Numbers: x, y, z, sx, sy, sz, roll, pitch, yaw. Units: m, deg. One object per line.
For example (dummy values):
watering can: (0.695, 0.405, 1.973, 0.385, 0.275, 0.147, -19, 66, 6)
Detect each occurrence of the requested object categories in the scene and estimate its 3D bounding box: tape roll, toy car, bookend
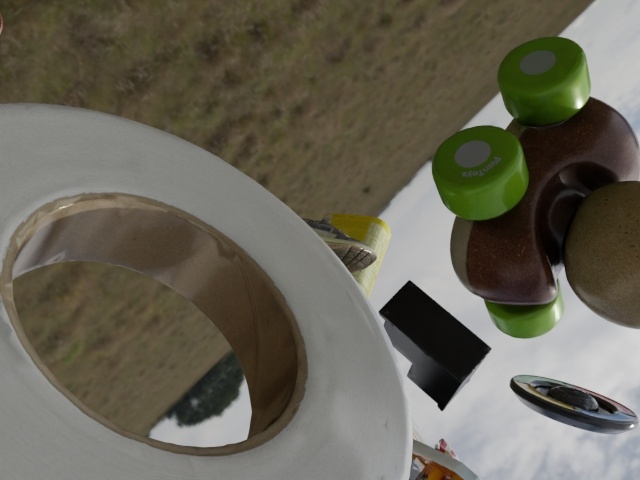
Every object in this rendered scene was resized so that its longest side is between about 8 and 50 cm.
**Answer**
tape roll: (-0.112, 0.066, 0.509, 0.072, 0.392, 0.392, -50, 177, 31)
toy car: (0.183, -0.009, 0.449, 0.188, 0.155, 0.149, 21, -115, 39)
bookend: (0.162, 0.163, 1.195, 0.072, 0.156, 0.157, -43, 162, -21)

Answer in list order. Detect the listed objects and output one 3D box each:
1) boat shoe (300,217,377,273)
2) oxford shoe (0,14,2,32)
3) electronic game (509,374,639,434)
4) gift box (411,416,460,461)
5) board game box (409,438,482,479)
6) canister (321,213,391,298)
boat shoe: (0.000, 0.000, 0.841, 0.152, 0.049, 0.056, 15, 136, -44)
oxford shoe: (-0.633, -0.286, 1.125, 0.348, 0.123, 0.130, -4, 149, -12)
electronic game: (0.454, 0.290, 1.417, 0.229, 0.229, 0.048, -48, 152, -84)
gift box: (0.127, 0.452, 1.318, 0.258, 0.276, 0.255, -35, 167, 6)
board game box: (0.130, 0.339, 0.876, 0.050, 0.390, 0.390, -44, -159, -19)
canister: (0.032, 0.042, 1.246, 0.170, 0.126, 0.073, -67, 149, -31)
